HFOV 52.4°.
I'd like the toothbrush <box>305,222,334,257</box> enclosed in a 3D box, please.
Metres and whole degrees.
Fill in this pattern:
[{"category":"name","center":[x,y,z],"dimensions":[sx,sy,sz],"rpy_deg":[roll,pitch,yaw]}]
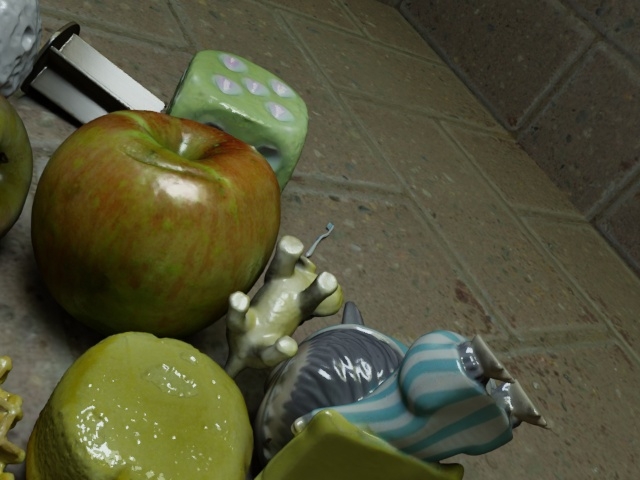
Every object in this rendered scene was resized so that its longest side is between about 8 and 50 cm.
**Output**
[{"category":"toothbrush","center":[0.000,0.000,1.406],"dimensions":[0.017,0.014,0.162],"rpy_deg":[48,32,-8]}]

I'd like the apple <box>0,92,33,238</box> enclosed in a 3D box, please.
[{"category":"apple","center":[-0.521,-0.106,0.848],"dimensions":[0.234,0.257,0.257],"rpy_deg":[6,35,2]}]

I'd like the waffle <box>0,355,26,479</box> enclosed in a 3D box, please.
[{"category":"waffle","center":[-0.422,0.195,0.649],"dimensions":[0.253,0.056,0.249],"rpy_deg":[16,58,-49]}]

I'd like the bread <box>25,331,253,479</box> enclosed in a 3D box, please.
[{"category":"bread","center":[-0.206,0.241,0.784],"dimensions":[0.270,0.148,0.270],"rpy_deg":[28,31,-19]}]

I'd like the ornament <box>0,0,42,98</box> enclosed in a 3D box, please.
[{"category":"ornament","center":[-0.606,-0.358,1.006],"dimensions":[0.337,0.337,0.337],"rpy_deg":[24,34,-18]}]

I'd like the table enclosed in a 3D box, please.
[{"category":"table","center":[-0.428,-0.282,1.259],"dimensions":[0.226,0.167,0.167],"rpy_deg":[38,31,-13]}]

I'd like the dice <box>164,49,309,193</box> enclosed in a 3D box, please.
[{"category":"dice","center":[-0.182,-0.200,1.274],"dimensions":[0.250,0.252,0.254],"rpy_deg":[24,32,-19]}]

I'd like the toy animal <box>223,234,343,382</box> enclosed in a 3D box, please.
[{"category":"toy animal","center":[-0.048,0.094,0.915],"dimensions":[0.121,0.169,0.233],"rpy_deg":[36,45,6]}]

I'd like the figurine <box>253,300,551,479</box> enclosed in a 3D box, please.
[{"category":"figurine","center":[0.071,0.178,0.932],"dimensions":[0.266,0.361,0.378],"rpy_deg":[47,17,-32]}]

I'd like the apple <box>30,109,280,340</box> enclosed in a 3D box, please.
[{"category":"apple","center":[-0.233,-0.018,0.941],"dimensions":[0.339,0.339,0.339],"rpy_deg":[24,34,-18]}]
